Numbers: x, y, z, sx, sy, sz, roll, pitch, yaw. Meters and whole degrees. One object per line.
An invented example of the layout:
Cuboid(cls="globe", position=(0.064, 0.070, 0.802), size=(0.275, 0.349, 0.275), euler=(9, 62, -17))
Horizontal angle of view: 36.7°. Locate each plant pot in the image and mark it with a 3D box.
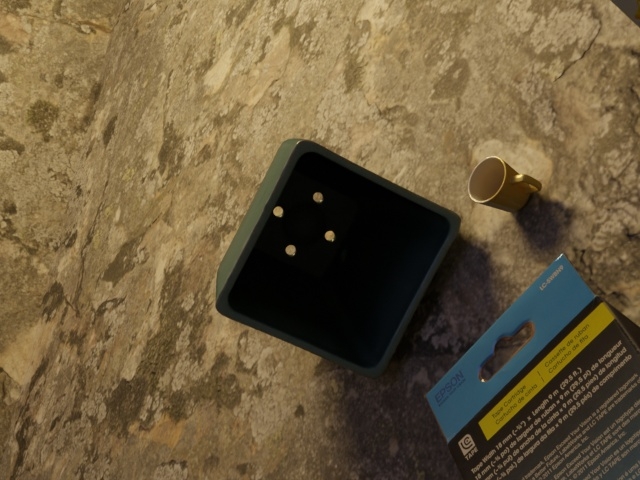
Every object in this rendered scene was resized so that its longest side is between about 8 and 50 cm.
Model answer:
Cuboid(cls="plant pot", position=(0.000, 0.000, 1.346), size=(0.247, 0.248, 0.252), euler=(-63, 17, 7))

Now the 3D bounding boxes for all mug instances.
Cuboid(cls="mug", position=(0.232, -0.062, 1.204), size=(0.062, 0.064, 0.078), euler=(-59, 34, 11))

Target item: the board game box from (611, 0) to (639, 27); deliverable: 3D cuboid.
Cuboid(cls="board game box", position=(0.357, -0.284, 0.944), size=(0.144, 0.275, 0.142), euler=(-43, 21, 33))

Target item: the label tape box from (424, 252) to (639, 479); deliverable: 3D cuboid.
Cuboid(cls="label tape box", position=(0.266, 0.213, 0.953), size=(0.240, 0.106, 0.333), euler=(-50, 36, 23))
